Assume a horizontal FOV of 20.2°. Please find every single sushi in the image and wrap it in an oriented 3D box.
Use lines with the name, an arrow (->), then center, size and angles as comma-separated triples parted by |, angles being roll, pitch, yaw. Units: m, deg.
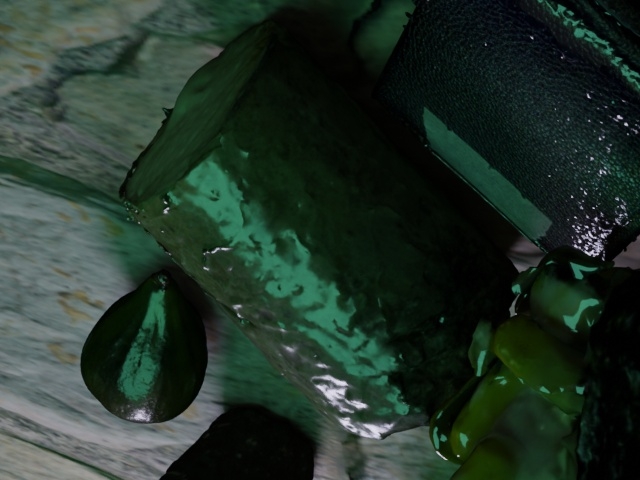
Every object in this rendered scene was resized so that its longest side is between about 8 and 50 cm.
sushi -> 0.255, 0.159, 1.256 | 0.285, 0.328, 0.328 | 7, 101, 46

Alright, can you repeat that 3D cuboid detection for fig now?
fig -> -0.150, 0.085, 1.636 | 0.117, 0.117, 0.177 | 27, 125, 8

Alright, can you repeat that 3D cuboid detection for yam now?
yam -> 0.000, 0.000, 1.363 | 0.300, 0.195, 0.195 | 46, 141, -14

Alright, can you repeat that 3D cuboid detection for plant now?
plant -> -0.090, 0.262, 1.701 | 0.132, 0.194, 0.129 | 19, 144, 20

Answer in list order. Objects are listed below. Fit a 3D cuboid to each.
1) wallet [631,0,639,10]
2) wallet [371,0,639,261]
wallet -> 0.275, -0.116, 1.157 | 0.168, 0.052, 0.245 | 0, 129, 32
wallet -> 0.153, -0.095, 1.215 | 0.221, 0.071, 0.262 | 41, 153, 5
